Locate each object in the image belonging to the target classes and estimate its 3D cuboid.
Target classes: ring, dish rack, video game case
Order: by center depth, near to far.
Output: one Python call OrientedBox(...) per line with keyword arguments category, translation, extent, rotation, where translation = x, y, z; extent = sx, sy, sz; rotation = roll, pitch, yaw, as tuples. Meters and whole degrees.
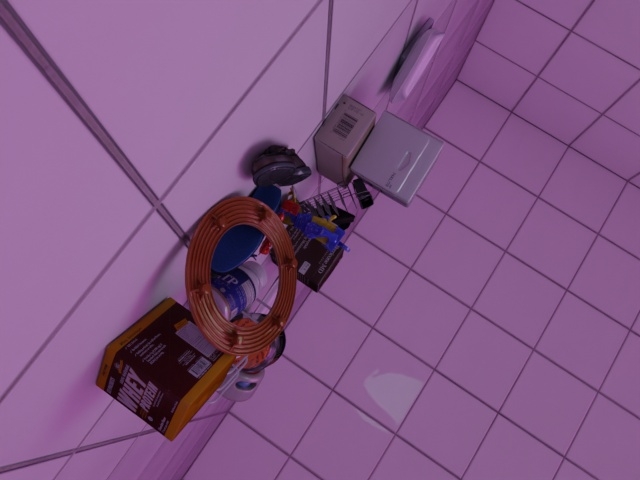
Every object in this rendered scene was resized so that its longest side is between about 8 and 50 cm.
OrientedBox(category="ring", translation=(-0.148, 0.074, 1.171), extent=(0.336, 0.032, 0.337), rotation=(9, 78, -54))
OrientedBox(category="dish rack", translation=(0.026, -0.111, 1.735), extent=(0.271, 0.074, 0.208), rotation=(-20, 171, 6))
OrientedBox(category="video game case", translation=(0.333, -0.675, 2.004), extent=(0.201, 0.023, 0.183), rotation=(-55, 173, -17))

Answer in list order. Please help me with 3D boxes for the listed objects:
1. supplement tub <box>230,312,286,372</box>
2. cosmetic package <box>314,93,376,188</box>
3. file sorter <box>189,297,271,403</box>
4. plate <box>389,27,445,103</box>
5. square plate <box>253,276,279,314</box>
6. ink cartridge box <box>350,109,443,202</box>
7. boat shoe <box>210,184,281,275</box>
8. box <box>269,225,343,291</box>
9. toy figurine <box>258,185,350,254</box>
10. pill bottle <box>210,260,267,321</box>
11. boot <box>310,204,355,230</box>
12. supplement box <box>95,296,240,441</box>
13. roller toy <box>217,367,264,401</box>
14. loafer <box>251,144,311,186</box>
OrientedBox(category="supplement tub", translation=(-0.241, 0.364, 1.994), extent=(0.207, 0.207, 0.338), rotation=(-56, 173, -6))
OrientedBox(category="cosmetic package", translation=(0.071, -0.282, 1.638), extent=(0.160, 0.113, 0.309), rotation=(-57, 172, -7))
OrientedBox(category="file sorter", translation=(-0.279, 0.280, 1.522), extent=(0.278, 0.173, 0.193), rotation=(-60, 171, 29))
OrientedBox(category="plate", translation=(0.336, -0.626, 1.972), extent=(0.278, 0.045, 0.277), rotation=(-60, 172, 25))
OrientedBox(category="square plate", translation=(-0.206, 0.274, 2.459), extent=(0.347, 0.049, 0.344), rotation=(-56, 173, -3))
OrientedBox(category="ink cartridge box", translation=(0.230, -0.235, 1.665), extent=(0.198, 0.197, 0.270), rotation=(-59, 173, 4))
OrientedBox(category="boat shoe", translation=(-0.163, -0.013, 1.282), extent=(0.258, 0.109, 0.089), rotation=(-51, 174, -27))
OrientedBox(category="box", translation=(-0.046, 0.048, 1.929), extent=(0.169, 0.203, 0.167), rotation=(-55, 172, -14))
OrientedBox(category="toy figurine", translation=(-0.029, -0.007, 1.486), extent=(0.191, 0.217, 0.362), rotation=(-63, -175, -2))
OrientedBox(category="pill bottle", translation=(-0.222, 0.127, 1.392), extent=(0.186, 0.112, 0.112), rotation=(-37, 161, -49))
OrientedBox(category="boot", translation=(-0.004, -0.002, 2.244), extent=(0.348, 0.131, 0.260), rotation=(-20, 137, -60))
OrientedBox(category="supplement box", translation=(-0.308, 0.257, 1.134), extent=(0.129, 0.194, 0.191), rotation=(-61, 172, 34))
OrientedBox(category="roller toy", translation=(-0.322, 0.519, 2.183), extent=(0.146, 0.191, 0.209), rotation=(-60, 172, 19))
OrientedBox(category="loafer", translation=(-0.097, -0.171, 1.225), extent=(0.096, 0.084, 0.267), rotation=(-26, 176, 14))
